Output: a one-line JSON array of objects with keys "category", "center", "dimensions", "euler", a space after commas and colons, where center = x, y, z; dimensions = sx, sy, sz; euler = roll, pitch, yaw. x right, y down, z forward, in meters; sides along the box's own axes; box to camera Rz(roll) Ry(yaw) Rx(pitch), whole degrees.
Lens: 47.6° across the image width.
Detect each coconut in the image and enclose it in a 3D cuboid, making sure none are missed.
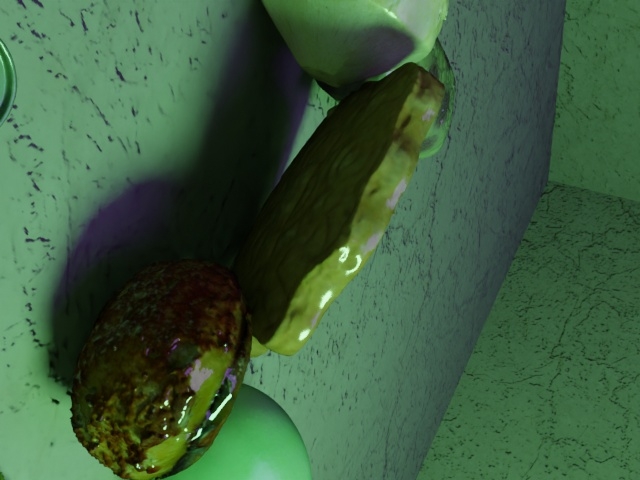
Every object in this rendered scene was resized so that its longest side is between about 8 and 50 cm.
[{"category": "coconut", "center": [0.041, -0.304, 0.885], "dimensions": [0.197, 0.237, 0.236], "euler": [22, 86, -64]}]

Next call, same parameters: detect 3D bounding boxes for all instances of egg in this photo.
[{"category": "egg", "center": [-0.122, 0.308, 0.942], "dimensions": [0.220, 0.220, 0.269], "euler": [-37, 128, -52]}]

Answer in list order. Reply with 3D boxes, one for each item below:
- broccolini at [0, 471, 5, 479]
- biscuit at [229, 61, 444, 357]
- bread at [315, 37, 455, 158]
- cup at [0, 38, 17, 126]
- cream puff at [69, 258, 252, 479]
[{"category": "broccolini", "center": [-0.315, 0.271, 0.742], "dimensions": [0.218, 0.042, 0.044], "euler": [69, 17, -47]}, {"category": "biscuit", "center": [-0.015, -0.035, 0.878], "dimensions": [0.385, 0.062, 0.365], "euler": [-62, -161, -13]}, {"category": "bread", "center": [0.119, -0.260, 1.153], "dimensions": [0.338, 0.155, 0.187], "euler": [24, 79, -65]}, {"category": "cup", "center": [-0.266, -0.112, 0.457], "dimensions": [0.120, 0.141, 0.120], "euler": [-46, 147, -43]}, {"category": "cream puff", "center": [-0.170, 0.130, 0.759], "dimensions": [0.164, 0.240, 0.240], "euler": [30, 76, -27]}]
